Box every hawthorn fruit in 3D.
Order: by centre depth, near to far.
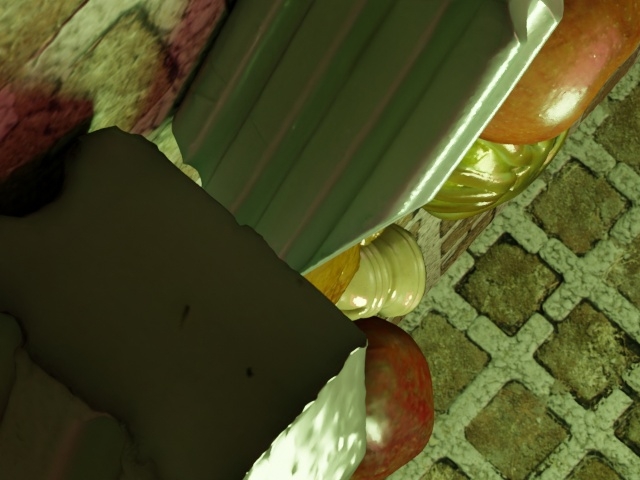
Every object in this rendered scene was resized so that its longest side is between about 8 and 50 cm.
[{"bbox_3d":[0.018,0.241,2.360,0.308,0.308,0.325,-51,160,17],"label":"hawthorn fruit"}]

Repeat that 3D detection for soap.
[{"bbox_3d":[-0.156,0.175,1.224,0.213,0.350,0.435,-40,164,-37],"label":"soap"},{"bbox_3d":[0.024,-0.123,1.233,0.115,0.208,0.347,-35,163,-51],"label":"soap"}]

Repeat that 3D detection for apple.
[{"bbox_3d":[0.236,-0.233,1.727,0.272,0.206,0.251,-49,173,-1],"label":"apple"}]

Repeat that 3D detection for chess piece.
[{"bbox_3d":[0.051,0.047,2.250,0.307,0.124,0.138,-5,109,-67],"label":"chess piece"}]

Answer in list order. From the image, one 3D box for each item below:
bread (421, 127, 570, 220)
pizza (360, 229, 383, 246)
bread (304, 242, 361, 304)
[{"bbox_3d":[0.254,-0.146,2.251,0.333,0.160,0.333,-44,169,-11],"label":"bread"},{"bbox_3d":[-0.013,0.018,1.989,0.258,0.087,0.268,-42,171,-19],"label":"pizza"},{"bbox_3d":[-0.062,0.048,1.712,0.268,0.146,0.268,-50,169,-13],"label":"bread"}]
